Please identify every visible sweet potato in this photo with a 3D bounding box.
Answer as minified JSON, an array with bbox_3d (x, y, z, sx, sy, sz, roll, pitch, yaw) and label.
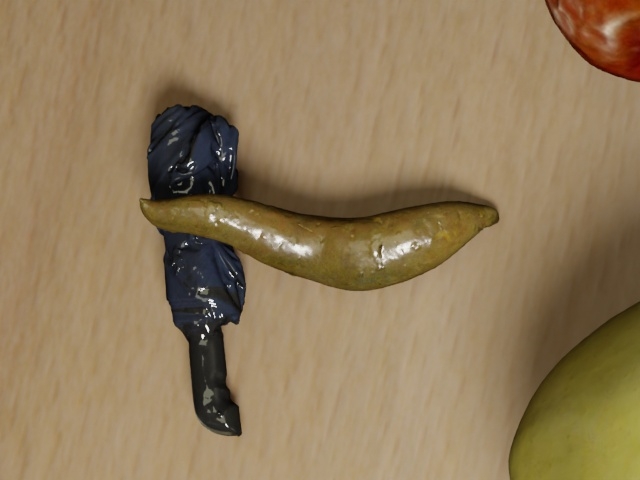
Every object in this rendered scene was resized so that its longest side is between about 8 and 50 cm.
[{"bbox_3d":[-0.002,0.002,1.383,0.250,0.069,0.059,3,31,5],"label":"sweet potato"}]

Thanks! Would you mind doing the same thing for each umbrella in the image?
[{"bbox_3d":[-0.088,0.018,1.420,0.071,0.071,0.248,-10,70,18],"label":"umbrella"}]

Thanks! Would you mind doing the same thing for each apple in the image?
[{"bbox_3d":[0.245,0.146,1.165,0.262,0.262,0.262,-6,73,19],"label":"apple"}]

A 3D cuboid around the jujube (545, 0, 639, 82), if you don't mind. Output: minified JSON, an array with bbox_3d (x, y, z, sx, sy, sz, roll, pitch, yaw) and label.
[{"bbox_3d":[0.229,-0.219,1.331,0.168,0.168,0.236,-7,57,19],"label":"jujube"}]
